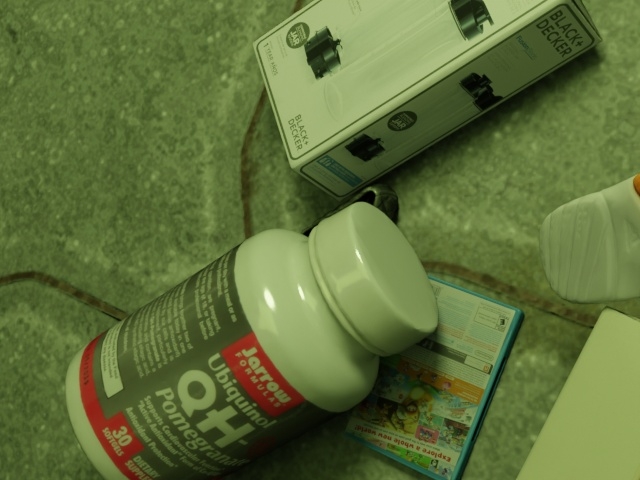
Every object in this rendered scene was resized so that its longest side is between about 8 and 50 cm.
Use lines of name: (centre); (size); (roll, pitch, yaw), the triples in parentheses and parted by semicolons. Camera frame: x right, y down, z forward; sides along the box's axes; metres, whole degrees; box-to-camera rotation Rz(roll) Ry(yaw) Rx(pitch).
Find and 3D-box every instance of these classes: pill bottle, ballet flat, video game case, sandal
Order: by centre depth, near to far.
sandal: (0.252, -0.012, 0.800); (0.265, 0.076, 0.102); (-12, 90, 63)
pill bottle: (-0.060, 0.098, 1.052); (0.319, 0.176, 0.176); (-32, 64, 22)
video game case: (0.100, 0.121, 1.054); (0.119, 0.015, 0.166); (21, 88, 32)
ballet flat: (0.000, 0.000, 1.122); (0.173, 0.049, 0.057); (-39, 60, 16)

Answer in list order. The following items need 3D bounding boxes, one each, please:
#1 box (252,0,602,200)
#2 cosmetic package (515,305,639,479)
box: (0.091, -0.183, 1.080); (0.290, 0.087, 0.169); (-32, 54, 20)
cosmetic package: (0.219, 0.222, 0.862); (0.113, 0.160, 0.309); (28, 93, 51)
